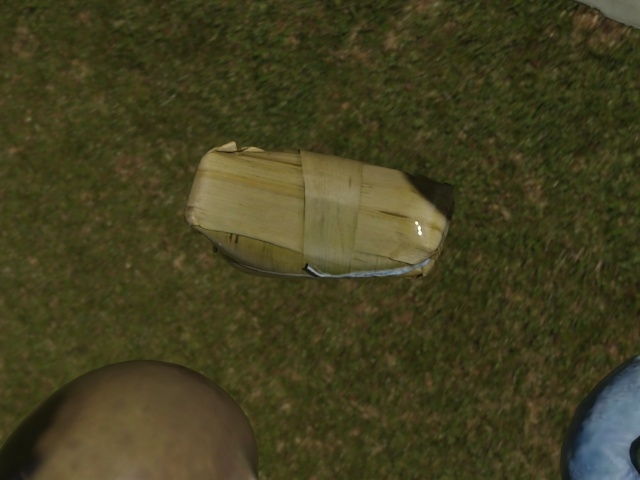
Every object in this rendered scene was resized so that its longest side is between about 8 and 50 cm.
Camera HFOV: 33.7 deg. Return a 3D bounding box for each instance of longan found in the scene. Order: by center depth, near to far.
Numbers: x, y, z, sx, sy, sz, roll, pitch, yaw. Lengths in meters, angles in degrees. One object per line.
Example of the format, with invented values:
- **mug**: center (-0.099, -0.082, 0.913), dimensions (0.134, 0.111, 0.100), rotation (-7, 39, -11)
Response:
- **longan**: center (-0.132, 0.191, 0.712), dimensions (0.197, 0.196, 0.220), rotation (-1, 90, 26)

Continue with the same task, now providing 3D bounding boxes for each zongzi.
- **zongzi**: center (0.000, 0.000, 0.998), dimensions (0.228, 0.115, 0.256), rotation (10, 161, 3)

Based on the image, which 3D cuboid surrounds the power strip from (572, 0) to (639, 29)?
- **power strip**: center (0.246, -0.252, 0.995), dimensions (0.286, 0.080, 0.048), rotation (38, 140, 44)

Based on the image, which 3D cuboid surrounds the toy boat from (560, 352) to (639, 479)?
- **toy boat**: center (0.352, 0.166, 0.809), dimensions (0.330, 0.215, 0.123), rotation (1, 161, -2)
